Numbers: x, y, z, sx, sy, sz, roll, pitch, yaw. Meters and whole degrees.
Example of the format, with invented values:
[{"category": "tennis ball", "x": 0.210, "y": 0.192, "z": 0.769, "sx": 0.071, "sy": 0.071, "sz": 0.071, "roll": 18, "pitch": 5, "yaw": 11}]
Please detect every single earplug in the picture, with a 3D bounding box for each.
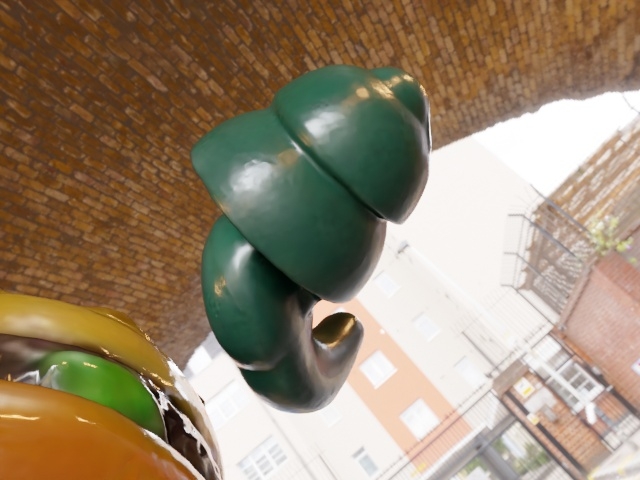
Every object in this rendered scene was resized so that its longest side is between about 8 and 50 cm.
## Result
[{"category": "earplug", "x": 0.005, "y": 0.006, "z": 0.451, "sx": 0.257, "sy": 0.164, "sz": 0.280, "roll": 31, "pitch": -71, "yaw": -25}]

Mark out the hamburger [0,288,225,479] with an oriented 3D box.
[{"category": "hamburger", "x": -0.247, "y": 0.234, "z": 0.371, "sx": 0.395, "sy": 0.277, "sz": 0.396, "roll": -4, "pitch": -77, "yaw": -17}]
